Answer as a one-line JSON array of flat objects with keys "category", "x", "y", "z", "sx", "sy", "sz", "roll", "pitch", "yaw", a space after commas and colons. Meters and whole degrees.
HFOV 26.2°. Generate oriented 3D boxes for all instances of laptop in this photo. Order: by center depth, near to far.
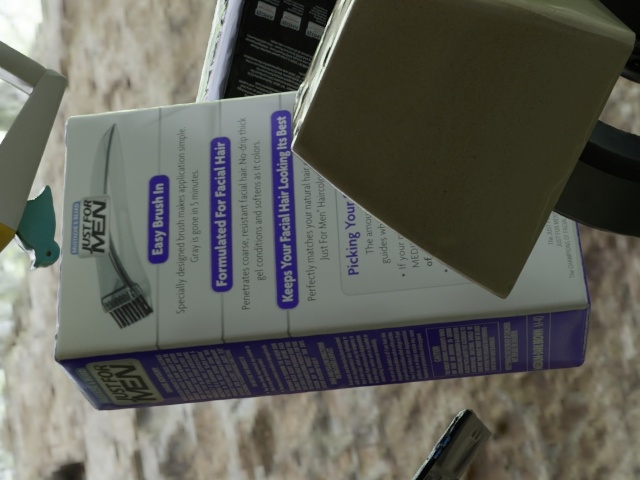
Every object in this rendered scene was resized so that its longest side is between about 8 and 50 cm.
[{"category": "laptop", "x": 0.128, "y": 0.317, "z": 1.335, "sx": 0.136, "sy": 0.264, "sz": 0.234, "roll": 35, "pitch": -4, "yaw": 16}]

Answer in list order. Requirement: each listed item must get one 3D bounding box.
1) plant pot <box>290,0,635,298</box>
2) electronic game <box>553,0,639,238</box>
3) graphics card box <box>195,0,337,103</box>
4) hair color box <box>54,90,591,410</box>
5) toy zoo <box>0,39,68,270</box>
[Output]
[{"category": "plant pot", "x": 0.046, "y": -0.059, "z": 0.536, "sx": 0.109, "sy": 0.096, "sz": 0.109, "roll": -91, "pitch": -156, "yaw": -70}, {"category": "electronic game", "x": 0.158, "y": -0.114, "z": 0.623, "sx": 0.048, "sy": 0.229, "sz": 0.229, "roll": 94, "pitch": -14, "yaw": -85}, {"category": "graphics card box", "x": -0.004, "y": -0.157, "z": 1.415, "sx": 0.094, "sy": 0.233, "sz": 0.371, "roll": -35, "pitch": -139, "yaw": 56}, {"category": "hair color box", "x": 0.000, "y": 0.000, "z": 0.929, "sx": 0.110, "sy": 0.339, "sz": 0.185, "roll": 76, "pitch": 10, "yaw": -62}, {"category": "toy zoo", "x": -0.275, "y": -0.062, "z": 0.762, "sx": 0.192, "sy": 0.293, "sz": 0.030, "roll": -62, "pitch": -167, "yaw": -18}]
